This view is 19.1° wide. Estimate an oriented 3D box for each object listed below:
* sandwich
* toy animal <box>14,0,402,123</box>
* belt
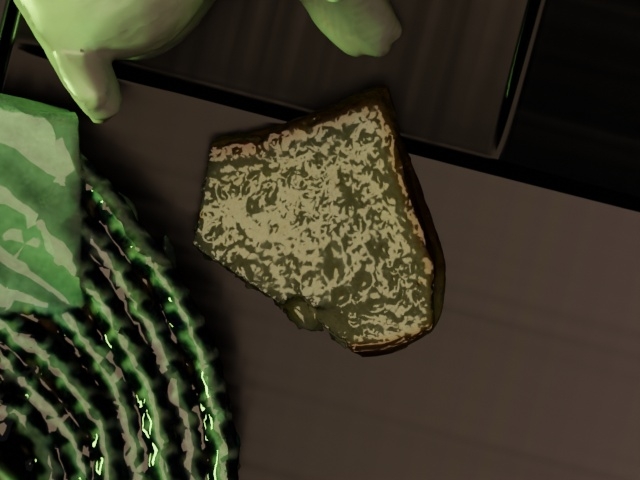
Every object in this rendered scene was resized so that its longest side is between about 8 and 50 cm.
[{"bbox_3d":[0.000,0.000,0.748,0.093,0.036,0.104,-21,95,2],"label":"sandwich"},{"bbox_3d":[0.008,-0.137,0.687,0.282,0.140,0.138,-16,92,1],"label":"toy animal"},{"bbox_3d":[-0.141,0.057,0.699,0.207,0.150,0.257,-38,94,-5],"label":"belt"}]
